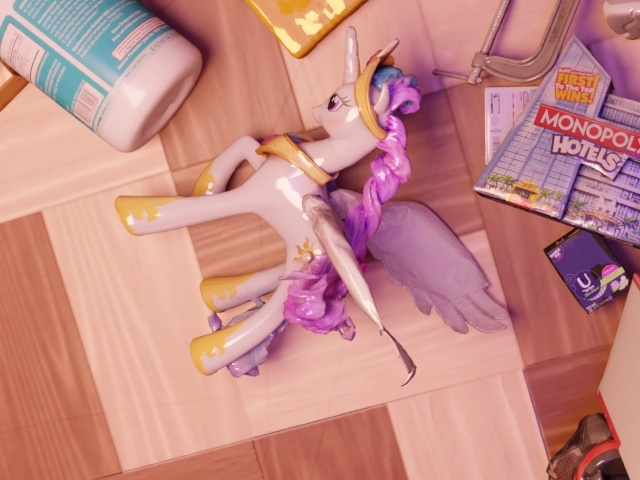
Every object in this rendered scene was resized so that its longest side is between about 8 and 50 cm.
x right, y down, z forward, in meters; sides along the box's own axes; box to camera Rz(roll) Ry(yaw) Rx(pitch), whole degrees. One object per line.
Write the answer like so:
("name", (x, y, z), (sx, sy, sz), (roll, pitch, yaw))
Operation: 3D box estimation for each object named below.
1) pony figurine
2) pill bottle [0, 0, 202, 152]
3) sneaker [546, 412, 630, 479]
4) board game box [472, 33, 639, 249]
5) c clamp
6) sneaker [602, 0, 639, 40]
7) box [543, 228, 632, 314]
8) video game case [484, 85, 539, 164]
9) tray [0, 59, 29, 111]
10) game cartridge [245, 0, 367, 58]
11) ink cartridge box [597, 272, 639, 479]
("pony figurine", (0.000, 0.000, 1.234), (0.363, 0.303, 0.351), (-31, 83, 24))
("pill bottle", (-0.272, -0.228, 1.280), (0.264, 0.146, 0.146), (39, 99, 1))
("sneaker", (0.303, 0.309, 1.296), (0.097, 0.135, 0.276), (2, 120, -5))
("board game box", (0.289, -0.111, 1.237), (0.194, 0.060, 0.194), (19, 90, 18))
("c clamp", (0.208, -0.236, 1.260), (0.137, 0.022, 0.161), (27, 90, 37))
("sneaker", (0.435, -0.284, 1.226), (0.281, 0.105, 0.115), (-11, 79, 3))
("box", (0.297, 0.029, 1.286), (0.062, 0.052, 0.083), (-34, 90, 8))
("video game case", (0.246, -0.129, 1.295), (0.122, 0.011, 0.087), (-1, 96, 7))
("tray", (-0.558, -0.126, 1.363), (0.411, 0.076, 0.203), (-43, 90, 8))
("game cartridge", (0.002, -0.411, 1.274), (0.323, 0.052, 0.285), (-41, 90, 8))
("ink cartridge box", (0.500, 0.181, 1.143), (0.384, 0.279, 0.160), (13, 106, 0))
